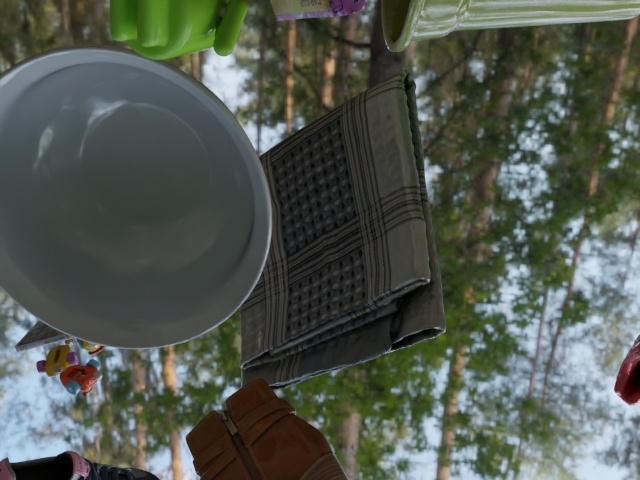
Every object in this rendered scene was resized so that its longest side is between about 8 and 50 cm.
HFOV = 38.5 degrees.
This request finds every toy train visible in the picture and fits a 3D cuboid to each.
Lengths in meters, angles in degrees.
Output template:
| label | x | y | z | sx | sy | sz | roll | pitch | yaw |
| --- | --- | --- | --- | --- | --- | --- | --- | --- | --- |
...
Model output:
| label | x | y | z | sx | sy | sz | roll | pitch | yaw |
| --- | --- | --- | --- | --- | --- | --- | --- | --- | --- |
| toy train | -0.331 | 0.169 | 1.317 | 0.125 | 0.046 | 0.166 | -1 | -148 | 25 |

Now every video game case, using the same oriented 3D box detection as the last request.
| label | x | y | z | sx | sy | sz | roll | pitch | yaw |
| --- | --- | --- | --- | --- | --- | --- | --- | --- | --- |
| video game case | -0.337 | 0.114 | 1.228 | 0.122 | 0.011 | 0.087 | -15 | -163 | 9 |

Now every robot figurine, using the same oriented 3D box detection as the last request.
| label | x | y | z | sx | sy | sz | roll | pitch | yaw |
| --- | --- | --- | --- | --- | --- | --- | --- | --- | --- |
| robot figurine | -0.104 | -0.170 | 0.672 | 0.101 | 0.067 | 0.115 | 14 | -155 | 24 |

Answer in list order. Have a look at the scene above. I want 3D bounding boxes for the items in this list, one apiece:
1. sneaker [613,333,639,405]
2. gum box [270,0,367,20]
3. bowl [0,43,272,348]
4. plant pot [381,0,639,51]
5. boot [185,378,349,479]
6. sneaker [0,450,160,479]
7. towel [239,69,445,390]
| label | x | y | z | sx | sy | sz | roll | pitch | yaw |
| --- | --- | --- | --- | --- | --- | --- | --- | --- | --- |
| sneaker | 0.511 | 0.140 | 1.244 | 0.136 | 0.314 | 0.116 | -32 | -109 | -36 |
| gum box | 0.003 | -0.224 | 0.670 | 0.062 | 0.107 | 0.188 | -24 | -162 | -13 |
| bowl | -0.182 | -0.055 | 0.880 | 0.298 | 0.298 | 0.134 | 3 | -154 | 5 |
| plant pot | 0.206 | -0.321 | 0.924 | 0.254 | 0.276 | 0.276 | 3 | -152 | -5 |
| boot | -0.077 | 0.223 | 0.764 | 0.197 | 0.073 | 0.152 | -36 | -120 | -11 |
| sneaker | -0.341 | 0.360 | 1.321 | 0.319 | 0.131 | 0.112 | 4 | -145 | -47 |
| towel | 0.000 | 0.000 | 1.069 | 0.312 | 0.324 | 0.056 | -25 | 149 | 37 |
